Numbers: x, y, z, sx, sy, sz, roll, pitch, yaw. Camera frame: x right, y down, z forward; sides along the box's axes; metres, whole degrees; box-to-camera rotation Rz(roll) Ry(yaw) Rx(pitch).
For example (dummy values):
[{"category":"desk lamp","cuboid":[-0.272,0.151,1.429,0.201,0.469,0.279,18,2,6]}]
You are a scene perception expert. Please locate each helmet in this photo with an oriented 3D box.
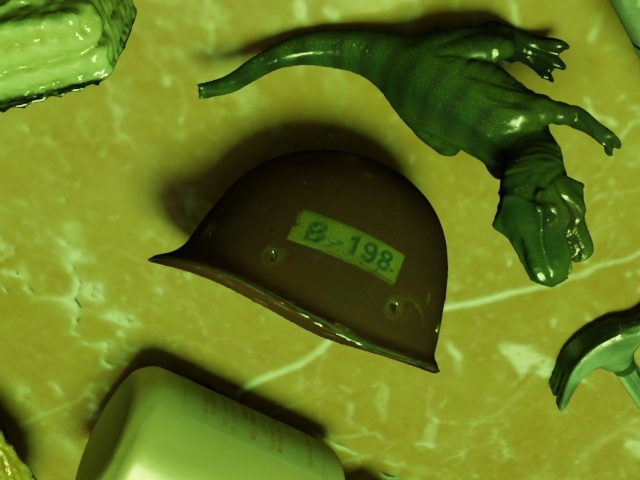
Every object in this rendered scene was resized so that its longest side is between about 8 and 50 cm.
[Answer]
[{"category":"helmet","cuboid":[0.000,0.000,0.484,0.175,0.155,0.106,18,82,4]}]

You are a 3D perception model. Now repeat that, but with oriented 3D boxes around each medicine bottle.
[{"category":"medicine bottle","cuboid":[-0.041,0.187,0.604,0.252,0.114,0.114,29,118,-19]}]

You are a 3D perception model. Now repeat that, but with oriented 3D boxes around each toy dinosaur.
[{"category":"toy dinosaur","cuboid":[0.057,-0.064,0.422,0.179,0.187,0.087,0,126,-35]}]

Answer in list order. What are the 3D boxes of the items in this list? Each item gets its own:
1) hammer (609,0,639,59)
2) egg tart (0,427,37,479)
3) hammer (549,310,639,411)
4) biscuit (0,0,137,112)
[{"category":"hammer","cuboid":[0.240,-0.051,0.474,0.152,0.044,0.427,-29,128,18]},{"category":"egg tart","cuboid":[-0.291,0.161,0.599,0.191,0.074,0.191,0,123,0]},{"category":"hammer","cuboid":[0.260,0.147,0.644,0.103,0.029,0.246,-30,121,16]},{"category":"biscuit","cuboid":[-0.210,-0.090,0.392,0.252,0.150,0.052,-12,124,5]}]
